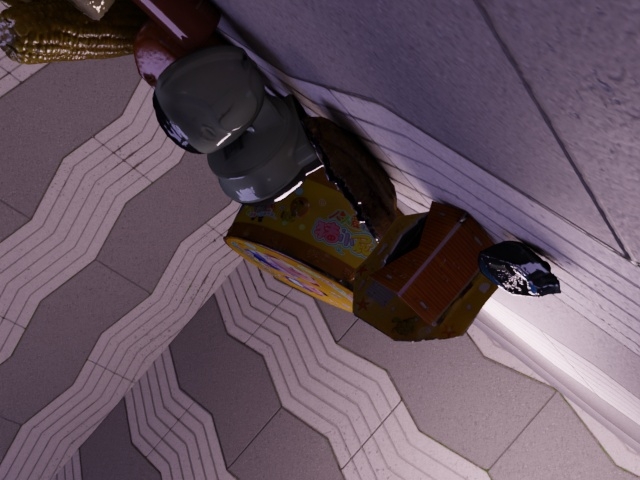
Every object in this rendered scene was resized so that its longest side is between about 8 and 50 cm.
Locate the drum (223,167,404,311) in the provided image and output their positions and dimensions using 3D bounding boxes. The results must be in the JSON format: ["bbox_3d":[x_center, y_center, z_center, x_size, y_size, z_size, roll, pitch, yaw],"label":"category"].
[{"bbox_3d":[0.000,0.000,1.670,0.431,0.214,0.431,25,168,5],"label":"drum"}]

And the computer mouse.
[{"bbox_3d":[0.254,0.032,0.895,0.079,0.047,0.135,48,166,-22],"label":"computer mouse"}]

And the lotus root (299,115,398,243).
[{"bbox_3d":[0.066,-0.108,1.177,0.329,0.078,0.167,47,-165,-55],"label":"lotus root"}]

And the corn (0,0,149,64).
[{"bbox_3d":[-0.426,-0.384,1.284,0.120,0.120,0.363,41,-149,6],"label":"corn"}]

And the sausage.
[{"bbox_3d":[-0.226,-0.311,1.328,0.268,0.153,0.141,42,-141,-17],"label":"sausage"}]

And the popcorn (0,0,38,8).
[{"bbox_3d":[-0.528,-0.529,1.220,0.190,0.254,0.191,-6,147,18],"label":"popcorn"}]

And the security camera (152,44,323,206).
[{"bbox_3d":[-0.146,-0.196,1.160,0.277,0.191,0.197,44,-159,-48],"label":"security camera"}]

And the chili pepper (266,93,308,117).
[{"bbox_3d":[-0.064,-0.233,1.397,0.224,0.061,0.098,45,168,33],"label":"chili pepper"}]

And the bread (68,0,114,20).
[{"bbox_3d":[-0.375,-0.451,1.135,0.134,0.141,0.148,42,-179,37],"label":"bread"}]

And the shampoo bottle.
[{"bbox_3d":[-0.255,-0.388,1.033,0.244,0.085,0.085,43,179,-34],"label":"shampoo bottle"}]

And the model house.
[{"bbox_3d":[0.141,0.042,1.045,0.207,0.219,0.136,40,174,26],"label":"model house"}]
